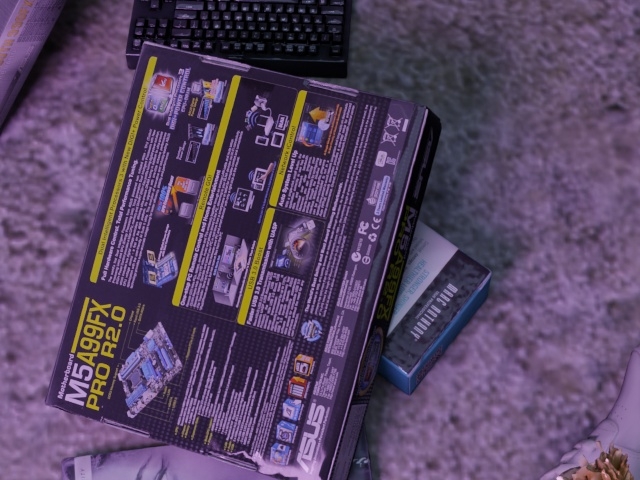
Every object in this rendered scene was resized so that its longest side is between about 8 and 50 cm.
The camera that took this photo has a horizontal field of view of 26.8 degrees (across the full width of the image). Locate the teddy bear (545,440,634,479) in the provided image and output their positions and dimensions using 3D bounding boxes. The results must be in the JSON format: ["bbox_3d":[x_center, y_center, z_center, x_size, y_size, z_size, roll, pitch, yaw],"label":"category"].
[{"bbox_3d":[0.236,0.250,0.777,0.338,0.113,0.245,45,74,-17],"label":"teddy bear"}]

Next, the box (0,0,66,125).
[{"bbox_3d":[-0.286,-0.202,1.026,0.183,0.056,0.231,45,118,18],"label":"box"}]

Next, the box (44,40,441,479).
[{"bbox_3d":[-0.054,0.015,0.937,0.216,0.060,0.270,14,88,17],"label":"box"}]

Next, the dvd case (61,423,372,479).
[{"bbox_3d":[-0.067,0.220,0.940,0.221,0.018,0.165,-7,69,0],"label":"dvd case"}]

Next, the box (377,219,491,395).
[{"bbox_3d":[0.000,0.000,1.000,0.244,0.060,0.100,37,76,15],"label":"box"}]

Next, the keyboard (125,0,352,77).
[{"bbox_3d":[-0.067,-0.162,1.088,0.180,0.023,0.108,2,69,5],"label":"keyboard"}]

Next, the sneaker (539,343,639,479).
[{"bbox_3d":[0.167,0.191,0.888,0.152,0.114,0.305,19,71,9],"label":"sneaker"}]
